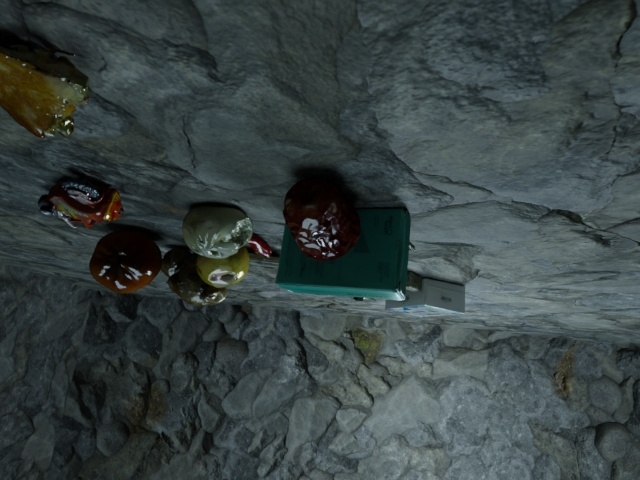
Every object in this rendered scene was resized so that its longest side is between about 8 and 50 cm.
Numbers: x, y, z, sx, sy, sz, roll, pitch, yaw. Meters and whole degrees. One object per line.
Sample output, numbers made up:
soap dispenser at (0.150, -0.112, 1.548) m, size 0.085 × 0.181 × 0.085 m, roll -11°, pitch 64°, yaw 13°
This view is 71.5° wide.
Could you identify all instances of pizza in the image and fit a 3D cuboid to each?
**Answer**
pizza at (-0.408, -0.228, 0.638) m, size 0.147 × 0.069 × 0.226 m, roll 41°, pitch 145°, yaw -26°

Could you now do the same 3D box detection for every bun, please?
bun at (-0.276, -0.016, 1.210) m, size 0.193 × 0.127 × 0.178 m, roll -5°, pitch 159°, yaw 29°

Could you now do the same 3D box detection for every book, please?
book at (-0.211, 0.081, 1.673) m, size 0.158 × 0.026 × 0.231 m, roll 7°, pitch 170°, yaw -2°

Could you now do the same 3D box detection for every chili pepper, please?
chili pepper at (-0.204, 0.014, 1.436) m, size 0.059 × 0.050 × 0.268 m, roll 48°, pitch 179°, yaw 25°

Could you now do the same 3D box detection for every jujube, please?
jujube at (0.002, -0.047, 0.955) m, size 0.155 × 0.155 × 0.230 m, roll 2°, pitch 155°, yaw 16°

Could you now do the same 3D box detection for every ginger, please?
ginger at (-0.440, 0.138, 1.612) m, size 0.256 × 0.176 × 0.375 m, roll 9°, pitch -167°, yaw -26°

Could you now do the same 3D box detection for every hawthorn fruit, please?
hawthorn fruit at (-0.653, 0.071, 1.543) m, size 0.224 × 0.224 × 0.261 m, roll 6°, pitch 180°, yaw 2°

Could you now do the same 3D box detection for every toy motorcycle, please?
toy motorcycle at (-0.614, -0.093, 1.145) m, size 0.171 × 0.089 × 0.298 m, roll 20°, pitch 160°, yaw -41°

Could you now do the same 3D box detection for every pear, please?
pear at (-0.314, 0.068, 1.447) m, size 0.178 × 0.177 × 0.178 m, roll 6°, pitch 164°, yaw 2°

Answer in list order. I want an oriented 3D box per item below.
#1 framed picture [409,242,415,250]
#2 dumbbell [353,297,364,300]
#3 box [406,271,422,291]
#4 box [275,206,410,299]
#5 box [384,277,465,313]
framed picture at (0.160, -0.003, 1.277) m, size 0.173 × 0.010 × 0.231 m, roll -2°, pitch 162°, yaw 28°
dumbbell at (0.070, 0.128, 1.537) m, size 0.326 × 0.143 × 0.143 m, roll 9°, pitch 164°, yaw -7°
box at (0.342, 0.155, 1.664) m, size 0.045 × 0.062 × 0.098 m, roll -8°, pitch 157°, yaw 39°
box at (0.060, 0.033, 1.096) m, size 0.312 × 0.205 × 0.118 m, roll 0°, pitch 165°, yaw 21°
box at (0.425, 0.241, 1.832) m, size 0.203 × 0.116 × 0.274 m, roll 13°, pitch 163°, yaw -24°
